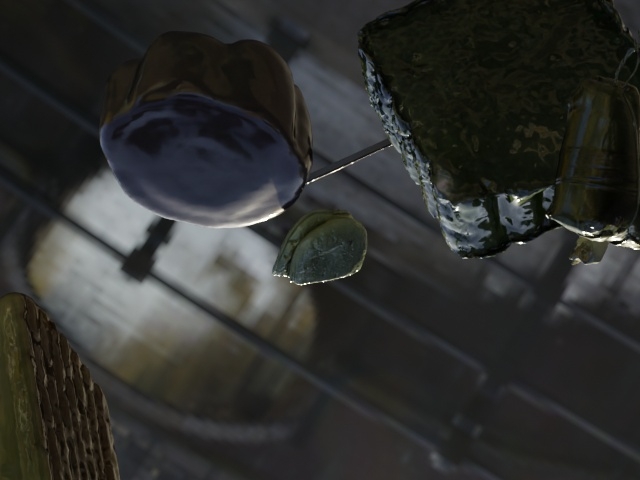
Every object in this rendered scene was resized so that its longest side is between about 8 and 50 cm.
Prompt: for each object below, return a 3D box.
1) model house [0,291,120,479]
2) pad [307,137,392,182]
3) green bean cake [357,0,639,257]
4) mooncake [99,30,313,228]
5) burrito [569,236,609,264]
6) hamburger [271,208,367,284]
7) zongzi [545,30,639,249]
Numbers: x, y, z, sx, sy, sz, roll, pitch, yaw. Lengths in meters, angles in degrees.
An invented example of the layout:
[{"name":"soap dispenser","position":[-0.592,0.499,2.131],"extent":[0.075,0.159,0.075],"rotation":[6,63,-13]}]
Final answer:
[{"name":"model house","position":[-0.285,0.158,1.237],"extent":[0.266,0.261,0.321],"rotation":[3,146,-30]},{"name":"pad","position":[0.023,-0.093,2.338],"extent":[0.299,0.202,0.005],"rotation":[-23,95,33]},{"name":"green bean cake","position":[0.183,-0.125,1.731],"extent":[0.132,0.241,0.255],"rotation":[77,167,-55]},{"name":"mooncake","position":[-0.126,-0.124,2.114],"extent":[0.245,0.133,0.245],"rotation":[1,147,1]},{"name":"burrito","position":[0.328,-0.028,2.128],"extent":[0.041,0.185,0.045],"rotation":[47,138,-10]},{"name":"hamburger","position":[0.002,0.002,2.187],"extent":[0.054,0.121,0.084],"rotation":[49,138,33]},{"name":"zongzi","position":[0.229,-0.073,1.411],"extent":[0.062,0.154,0.130],"rotation":[9,178,42]}]
